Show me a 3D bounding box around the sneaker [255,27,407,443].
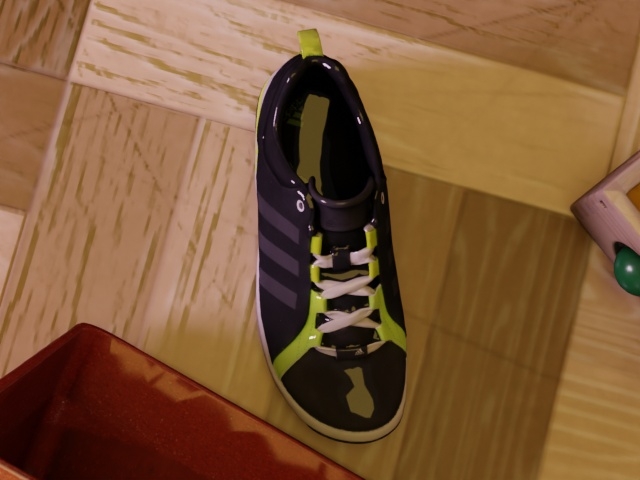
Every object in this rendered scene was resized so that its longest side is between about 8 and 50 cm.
[{"bbox_3d":[0.000,0.000,0.721,0.084,0.097,0.234,-10,85,-6],"label":"sneaker"}]

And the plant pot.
[{"bbox_3d":[-0.084,0.222,0.623,0.267,0.267,0.235,31,96,-1],"label":"plant pot"}]

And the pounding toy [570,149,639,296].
[{"bbox_3d":[0.226,0.001,0.739,0.141,0.100,0.130,-38,87,-8],"label":"pounding toy"}]
